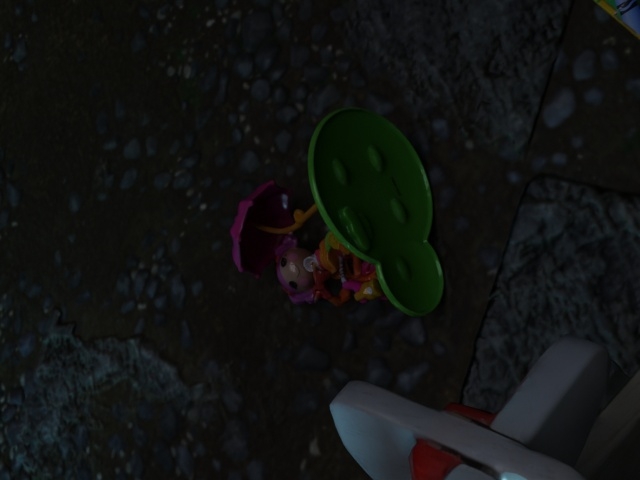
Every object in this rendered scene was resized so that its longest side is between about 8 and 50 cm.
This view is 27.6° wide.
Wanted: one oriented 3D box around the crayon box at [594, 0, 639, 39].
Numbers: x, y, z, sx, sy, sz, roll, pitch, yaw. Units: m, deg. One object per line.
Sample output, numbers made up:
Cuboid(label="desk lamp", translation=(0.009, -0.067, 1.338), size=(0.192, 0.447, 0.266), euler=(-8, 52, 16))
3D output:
Cuboid(label="crayon box", translation=(0.271, -0.118, 0.804), size=(0.081, 0.165, 0.278), euler=(-51, 46, 16))

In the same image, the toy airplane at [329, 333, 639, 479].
Cuboid(label="toy airplane", translation=(0.098, 0.231, 0.751), size=(0.272, 0.386, 0.384), euler=(-2, 80, 52))

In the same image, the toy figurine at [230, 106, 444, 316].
Cuboid(label="toy figurine", translation=(0.000, 0.000, 1.056), size=(0.159, 0.130, 0.173), euler=(-25, 91, 44))
